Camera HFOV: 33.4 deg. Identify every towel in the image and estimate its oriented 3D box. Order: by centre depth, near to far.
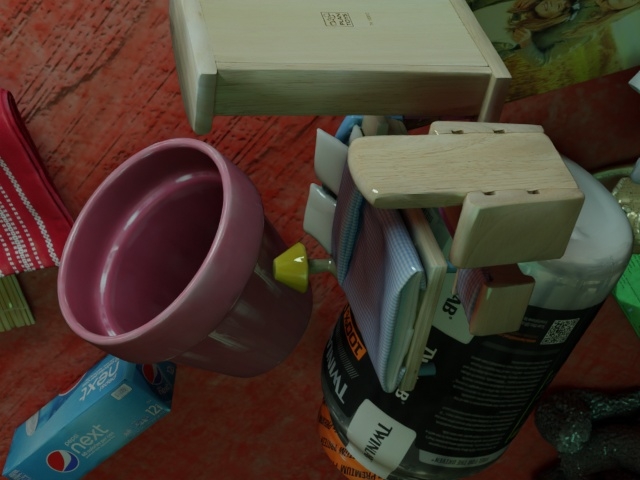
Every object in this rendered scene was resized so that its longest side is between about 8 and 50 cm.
[{"bbox_3d":[-0.374,-0.027,0.993,0.274,0.031,0.199,-13,126,8],"label":"towel"}]

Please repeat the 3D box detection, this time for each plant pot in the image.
[{"bbox_3d":[-0.108,0.036,0.985,0.201,0.201,0.180,-30,137,20],"label":"plant pot"}]

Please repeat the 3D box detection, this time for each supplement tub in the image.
[{"bbox_3d":[0.127,0.080,1.005,0.207,0.207,0.338,15,124,-13],"label":"supplement tub"}]

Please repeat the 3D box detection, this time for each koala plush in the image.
[{"bbox_3d":[0.350,0.294,1.165,0.203,0.221,0.196,-6,127,3],"label":"koala plush"}]

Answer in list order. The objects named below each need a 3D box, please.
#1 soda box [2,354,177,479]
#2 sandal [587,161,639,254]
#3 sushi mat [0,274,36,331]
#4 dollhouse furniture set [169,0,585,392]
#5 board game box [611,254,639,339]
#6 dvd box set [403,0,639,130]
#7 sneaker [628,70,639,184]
[{"bbox_3d":[-0.253,0.197,1.165,0.210,0.071,0.067,-37,119,24],"label":"soda box"},{"bbox_3d":[0.307,-0.026,1.010,0.240,0.079,0.088,-23,124,15],"label":"sandal"},{"bbox_3d":[-0.394,-0.024,1.026,0.151,0.019,0.317,-9,128,3],"label":"sushi mat"},{"bbox_3d":[0.000,0.000,0.749,0.198,0.286,0.303,-2,132,-14],"label":"dollhouse furniture set"},{"bbox_3d":[0.400,0.091,1.095,0.136,0.030,0.260,-27,109,21],"label":"board game box"},{"bbox_3d":[0.199,-0.238,0.783,0.420,0.062,0.308,-15,145,3],"label":"dvd box set"},{"bbox_3d":[0.406,-0.064,0.924,0.365,0.210,0.137,22,94,-53],"label":"sneaker"}]
